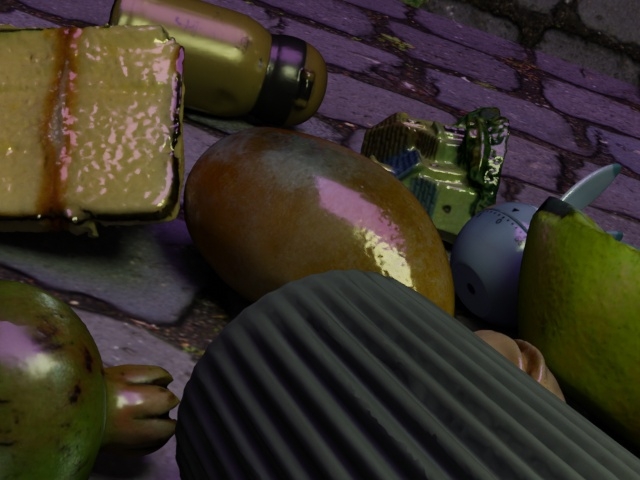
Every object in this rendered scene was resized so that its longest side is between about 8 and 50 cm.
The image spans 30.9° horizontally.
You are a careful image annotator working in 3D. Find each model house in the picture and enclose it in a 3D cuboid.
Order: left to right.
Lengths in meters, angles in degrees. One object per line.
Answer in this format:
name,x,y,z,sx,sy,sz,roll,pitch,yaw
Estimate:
model house,0.152,-0.102,1.651,0.189,0.195,0.214,10,22,-3

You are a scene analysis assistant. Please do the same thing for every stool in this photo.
stool,0.065,0.201,0.823,0.297,0.297,0.330,3,26,-32

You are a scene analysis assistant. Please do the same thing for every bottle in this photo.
bottle,-0.161,-0.275,1.797,0.351,0.172,0.171,16,24,-14

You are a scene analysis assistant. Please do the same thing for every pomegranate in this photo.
pomegranate,-0.228,0.125,0.915,0.240,0.159,0.190,22,24,-7

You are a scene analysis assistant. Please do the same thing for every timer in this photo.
timer,0.268,0.002,1.486,0.175,0.175,0.255,28,50,18

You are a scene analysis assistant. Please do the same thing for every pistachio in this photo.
pistachio,0.169,0.161,1.136,0.126,0.152,0.223,15,18,-10

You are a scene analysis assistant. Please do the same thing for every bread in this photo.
bread,-0.282,-0.119,1.285,0.263,0.198,0.236,-2,34,-1

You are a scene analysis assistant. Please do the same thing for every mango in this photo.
mango,0.000,0.000,1.295,0.221,0.199,0.384,-18,47,-41

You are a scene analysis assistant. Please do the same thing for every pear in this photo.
pear,0.355,0.132,1.243,0.399,0.165,0.399,36,2,-2

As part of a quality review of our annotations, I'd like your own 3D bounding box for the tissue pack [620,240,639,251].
tissue pack,0.450,0.079,1.597,0.263,0.089,0.177,29,25,18
